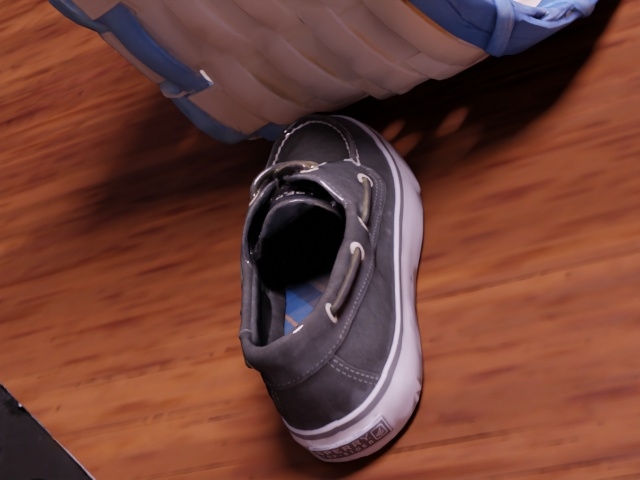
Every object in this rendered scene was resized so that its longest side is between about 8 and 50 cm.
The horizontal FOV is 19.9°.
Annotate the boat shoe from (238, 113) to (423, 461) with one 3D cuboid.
[{"bbox_3d":[0.000,0.000,0.492,0.049,0.040,0.142,-31,30,15],"label":"boat shoe"}]

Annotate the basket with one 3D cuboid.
[{"bbox_3d":[0.034,-0.171,0.528,0.289,0.201,0.255,-27,29,39],"label":"basket"}]

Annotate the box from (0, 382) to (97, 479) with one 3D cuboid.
[{"bbox_3d":[-0.239,0.133,0.541,0.322,0.079,0.257,4,48,51],"label":"box"}]
